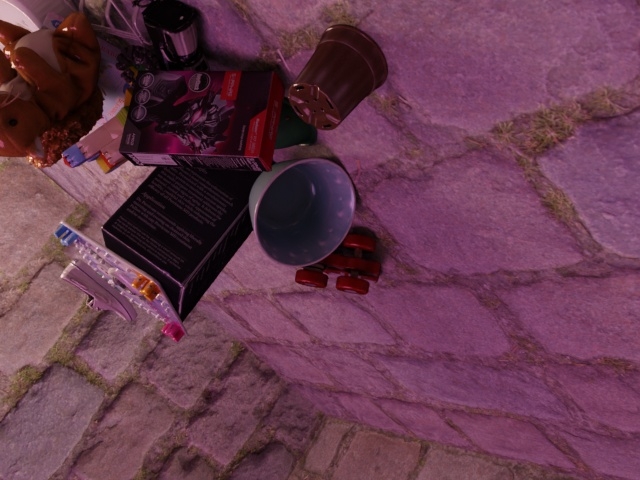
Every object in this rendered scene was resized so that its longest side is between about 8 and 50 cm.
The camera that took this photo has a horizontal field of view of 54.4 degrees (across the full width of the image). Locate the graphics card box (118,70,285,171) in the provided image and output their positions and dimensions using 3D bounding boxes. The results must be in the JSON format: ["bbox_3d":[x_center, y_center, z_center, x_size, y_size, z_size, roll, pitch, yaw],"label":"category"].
[{"bbox_3d":[-0.288,-0.295,1.521,0.370,0.233,0.094,4,164,15],"label":"graphics card box"}]

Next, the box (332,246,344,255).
[{"bbox_3d":[0.000,0.000,2.055,0.114,0.036,0.207,16,149,36],"label":"box"}]

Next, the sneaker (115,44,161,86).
[{"bbox_3d":[-0.387,-0.419,1.726,0.343,0.134,0.146,39,-167,-5],"label":"sneaker"}]

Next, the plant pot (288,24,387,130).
[{"bbox_3d":[0.028,-0.327,1.294,0.167,0.165,0.167,28,155,14],"label":"plant pot"}]

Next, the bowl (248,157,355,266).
[{"bbox_3d":[-0.075,-0.099,1.723,0.163,0.311,0.312,36,164,50],"label":"bowl"}]

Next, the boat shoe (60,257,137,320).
[{"bbox_3d":[-0.679,0.171,1.910,0.096,0.088,0.267,6,141,48],"label":"boat shoe"}]

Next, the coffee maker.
[{"bbox_3d":[-0.367,-0.505,1.563,0.171,0.120,0.178,50,161,27],"label":"coffee maker"}]

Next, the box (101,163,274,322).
[{"bbox_3d":[-0.410,-0.045,1.971,0.297,0.472,0.480,36,155,1],"label":"box"}]

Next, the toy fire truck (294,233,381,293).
[{"bbox_3d":[0.042,0.078,1.946,0.302,0.169,0.254,10,167,2],"label":"toy fire truck"}]

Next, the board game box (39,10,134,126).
[{"bbox_3d":[-0.700,-0.483,1.843,0.318,0.066,0.318,26,147,-30],"label":"board game box"}]

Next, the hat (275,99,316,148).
[{"bbox_3d":[-0.143,-0.253,1.614,0.208,0.184,0.173,19,151,31],"label":"hat"}]

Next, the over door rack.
[{"bbox_3d":[-0.576,-0.628,1.555,0.239,0.108,0.324,20,172,29],"label":"over door rack"}]

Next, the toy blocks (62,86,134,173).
[{"bbox_3d":[-0.564,-0.288,1.785,0.191,0.260,0.381,57,-167,-11],"label":"toy blocks"}]

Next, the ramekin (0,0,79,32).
[{"bbox_3d":[-0.836,-0.656,1.839,0.272,0.127,0.273,28,153,15],"label":"ramekin"}]

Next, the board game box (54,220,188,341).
[{"bbox_3d":[-0.615,0.140,1.940,0.389,0.050,0.390,28,154,18],"label":"board game box"}]

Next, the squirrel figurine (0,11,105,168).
[{"bbox_3d":[-0.736,-0.343,1.649,0.280,0.371,0.397,4,150,7],"label":"squirrel figurine"}]
